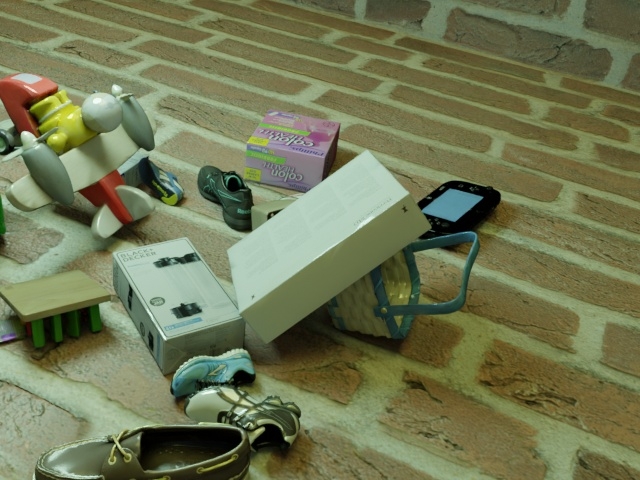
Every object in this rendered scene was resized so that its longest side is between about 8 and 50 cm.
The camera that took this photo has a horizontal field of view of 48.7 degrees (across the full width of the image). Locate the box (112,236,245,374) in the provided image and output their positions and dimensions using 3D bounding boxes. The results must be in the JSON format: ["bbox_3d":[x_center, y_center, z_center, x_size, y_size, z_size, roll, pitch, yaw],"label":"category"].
[{"bbox_3d":[-0.285,0.118,1.393,0.169,0.087,0.290,-13,39,-29],"label":"box"}]

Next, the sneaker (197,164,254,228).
[{"bbox_3d":[-0.229,-0.135,1.769,0.101,0.106,0.267,-15,39,-29],"label":"sneaker"}]

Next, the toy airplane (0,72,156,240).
[{"bbox_3d":[-0.506,-0.199,1.560,0.384,0.272,0.386,14,45,-40],"label":"toy airplane"}]

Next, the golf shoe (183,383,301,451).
[{"bbox_3d":[-0.131,0.295,1.164,0.198,0.077,0.094,6,26,0],"label":"golf shoe"}]

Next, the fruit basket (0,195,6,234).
[{"bbox_3d":[-0.887,-0.124,1.494,0.392,0.283,0.392,9,48,-10],"label":"fruit basket"}]

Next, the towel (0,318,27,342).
[{"bbox_3d":[-0.595,0.171,1.319,0.083,0.009,0.060,-12,38,-28],"label":"towel"}]

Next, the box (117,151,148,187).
[{"bbox_3d":[-0.525,-0.177,1.795,0.126,0.072,0.137,19,36,14],"label":"box"}]

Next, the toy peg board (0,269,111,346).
[{"bbox_3d":[-0.505,0.131,1.349,0.161,0.079,0.160,-13,23,-38],"label":"toy peg board"}]

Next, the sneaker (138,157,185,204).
[{"bbox_3d":[-0.398,-0.151,1.776,0.144,0.053,0.059,48,36,3],"label":"sneaker"}]

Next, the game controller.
[{"bbox_3d":[0.342,-0.082,1.844,0.166,0.067,0.319,27,37,25],"label":"game controller"}]

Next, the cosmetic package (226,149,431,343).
[{"bbox_3d":[0.000,0.000,1.396,0.377,0.097,0.284,-35,24,5],"label":"cosmetic package"}]

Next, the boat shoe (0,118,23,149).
[{"bbox_3d":[-0.725,-0.273,1.892,0.254,0.079,0.095,-2,37,-10],"label":"boat shoe"}]

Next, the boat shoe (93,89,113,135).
[{"bbox_3d":[-0.615,-0.381,2.065,0.109,0.089,0.258,-7,36,-21],"label":"boat shoe"}]

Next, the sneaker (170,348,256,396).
[{"bbox_3d":[-0.186,0.243,1.251,0.162,0.063,0.073,-14,43,-29],"label":"sneaker"}]

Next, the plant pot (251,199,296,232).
[{"bbox_3d":[-0.106,-0.041,1.661,0.109,0.109,0.096,-19,30,-35],"label":"plant pot"}]

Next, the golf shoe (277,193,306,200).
[{"bbox_3d":[-0.018,-0.094,1.783,0.186,0.068,0.086,-1,33,-13],"label":"golf shoe"}]

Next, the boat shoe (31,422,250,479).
[{"bbox_3d":[-0.268,0.330,1.071,0.324,0.097,0.117,2,33,-9],"label":"boat shoe"}]

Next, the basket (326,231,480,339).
[{"bbox_3d":[0.166,0.071,1.428,0.288,0.201,0.255,-12,25,29],"label":"basket"}]

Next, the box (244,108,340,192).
[{"bbox_3d":[-0.074,-0.249,1.959,0.213,0.117,0.243,12,34,6],"label":"box"}]
